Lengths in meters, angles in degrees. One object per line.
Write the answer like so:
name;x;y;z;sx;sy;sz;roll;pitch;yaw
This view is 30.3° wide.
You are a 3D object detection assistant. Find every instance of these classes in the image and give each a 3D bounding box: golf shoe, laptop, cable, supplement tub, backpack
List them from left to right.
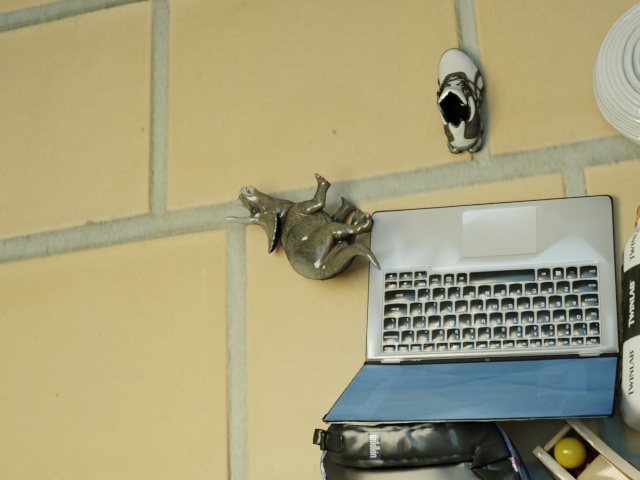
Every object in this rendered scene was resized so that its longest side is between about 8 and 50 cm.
backpack;0.158;0.357;1.608;0.263;0.213;0.276;-22;68;17
golf shoe;0.225;-0.241;1.912;0.077;0.094;0.198;-13;62;13
laptop;0.225;0.088;1.687;0.382;0.236;0.408;-3;66;16
cable;0.547;-0.261;1.817;0.257;0.089;0.257;-47;62;-5
supplement tub;0.508;0.102;1.613;0.193;0.193;0.316;-2;67;17

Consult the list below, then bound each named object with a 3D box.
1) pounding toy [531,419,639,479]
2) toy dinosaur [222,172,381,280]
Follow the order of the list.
pounding toy;0.380;0.371;1.559;0.155;0.154;0.269;-45;61;-4
toy dinosaur;0.000;0.000;1.863;0.160;0.121;0.313;-48;51;0
